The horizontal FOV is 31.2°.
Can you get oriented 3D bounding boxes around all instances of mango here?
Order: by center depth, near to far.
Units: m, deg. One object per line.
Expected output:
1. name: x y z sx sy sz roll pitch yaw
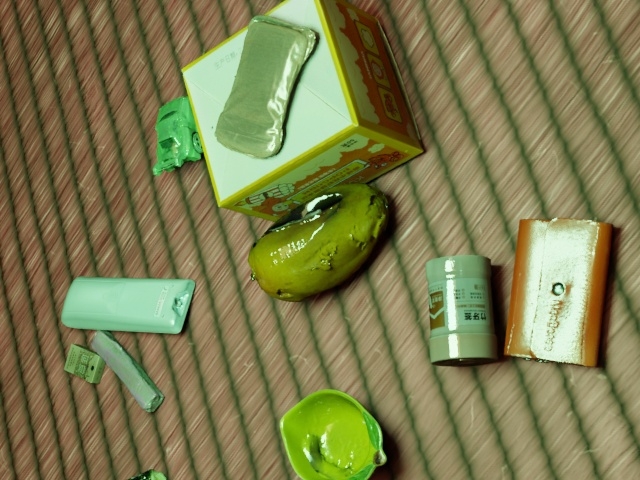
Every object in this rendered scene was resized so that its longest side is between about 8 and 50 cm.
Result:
1. mango: 0.000 0.000 1.807 0.249 0.151 0.156 -38 20 15

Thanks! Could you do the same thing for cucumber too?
1. cucumber: -0.348 0.452 2.018 0.187 0.058 0.058 -24 67 31

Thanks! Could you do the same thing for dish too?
1. dish: 0.036 0.309 1.756 0.208 0.080 0.148 17 87 38

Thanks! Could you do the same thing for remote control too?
1. remote control: -0.359 0.112 2.089 0.293 0.051 0.103 0 65 33

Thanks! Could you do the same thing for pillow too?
1. pillow: -0.088 -0.230 1.721 0.135 0.034 0.211 22 97 33

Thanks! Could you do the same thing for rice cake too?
1. rice cake: -0.353 0.233 2.077 0.047 0.036 0.207 -48 56 2

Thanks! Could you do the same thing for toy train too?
1. toy train: -0.260 -0.188 2.067 0.099 0.081 0.149 -19 71 33

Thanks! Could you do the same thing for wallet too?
1. wallet: 0.332 0.071 1.610 0.142 0.045 0.204 4 84 36

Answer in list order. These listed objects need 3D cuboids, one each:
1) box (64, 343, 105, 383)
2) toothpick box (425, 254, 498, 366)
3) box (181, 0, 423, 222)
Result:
1. box: -0.441 0.231 2.148 0.083 0.024 0.053 16 90 38
2. toothpick box: 0.204 0.103 1.663 0.098 0.098 0.149 -11 73 34
3. box: -0.029 -0.206 1.824 0.283 0.214 0.259 -28 68 29
